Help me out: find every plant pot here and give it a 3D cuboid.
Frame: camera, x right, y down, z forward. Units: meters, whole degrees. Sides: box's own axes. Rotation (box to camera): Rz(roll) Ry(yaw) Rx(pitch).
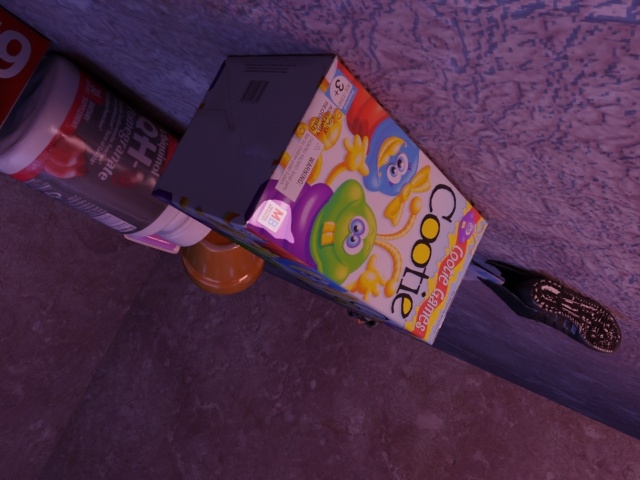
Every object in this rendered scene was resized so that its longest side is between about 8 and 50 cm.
[{"bbox_3d":[-0.227,0.001,1.350,0.205,0.205,0.188,26,156,4],"label":"plant pot"}]

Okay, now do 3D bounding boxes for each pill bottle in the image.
[{"bbox_3d":[-0.301,-0.111,0.868,0.176,0.176,0.318,18,169,44],"label":"pill bottle"}]

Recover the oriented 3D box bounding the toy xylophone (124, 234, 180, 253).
[{"bbox_3d":[-0.392,-0.098,1.247,0.236,0.081,0.323,24,-165,-22],"label":"toy xylophone"}]

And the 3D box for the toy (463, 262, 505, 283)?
[{"bbox_3d":[0.148,0.046,0.891,0.137,0.056,0.237,29,171,-23],"label":"toy"}]

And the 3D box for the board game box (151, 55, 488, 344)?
[{"bbox_3d":[0.015,-0.028,0.539,0.144,0.142,0.275,18,168,46],"label":"board game box"}]

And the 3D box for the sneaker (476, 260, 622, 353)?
[{"bbox_3d":[0.285,0.082,0.725,0.170,0.051,0.089,33,171,-10],"label":"sneaker"}]

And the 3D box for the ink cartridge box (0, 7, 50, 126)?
[{"bbox_3d":[-0.530,-0.206,0.653,0.130,0.272,0.309,18,169,46],"label":"ink cartridge box"}]

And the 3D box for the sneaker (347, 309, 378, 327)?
[{"bbox_3d":[0.107,0.166,1.582,0.100,0.108,0.271,21,169,42],"label":"sneaker"}]
